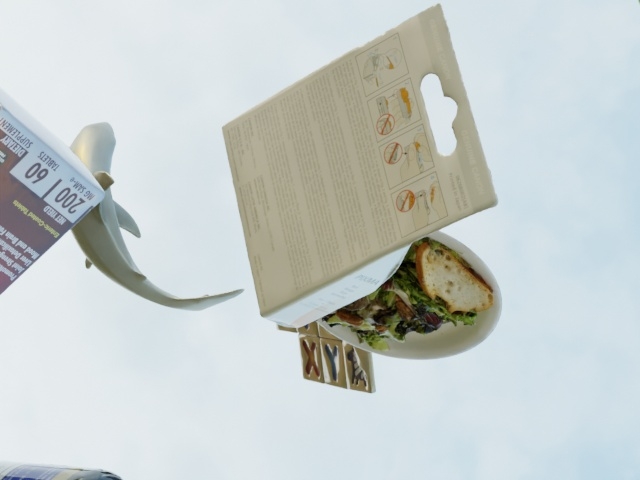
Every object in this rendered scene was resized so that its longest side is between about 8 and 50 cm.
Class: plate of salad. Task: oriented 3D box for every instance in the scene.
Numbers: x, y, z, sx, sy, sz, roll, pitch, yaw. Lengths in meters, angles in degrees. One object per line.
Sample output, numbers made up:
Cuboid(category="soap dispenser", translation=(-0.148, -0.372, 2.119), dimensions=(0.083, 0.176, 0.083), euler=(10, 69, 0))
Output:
Cuboid(category="plate of salad", translation=(0.068, 0.055, 1.370), dimensions=(0.199, 0.048, 0.200), euler=(9, -41, 8))

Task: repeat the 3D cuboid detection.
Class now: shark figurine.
Cuboid(category="shark figurine", translation=(-0.220, -0.019, 1.614), dimensions=(0.278, 0.166, 0.116), euler=(55, -40, 15))

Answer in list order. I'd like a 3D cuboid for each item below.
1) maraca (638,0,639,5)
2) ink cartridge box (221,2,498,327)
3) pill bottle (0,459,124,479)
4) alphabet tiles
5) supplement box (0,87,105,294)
Cuboid(category="maraca", translation=(0.264, -0.179, 0.842), dimensions=(0.185, 0.099, 0.127), euler=(-40, -79, 5))
Cuboid(category="ink cartridge box", translation=(0.027, -0.045, 0.927), dimensions=(0.179, 0.045, 0.145), euler=(-26, -117, 26))
Cuboid(category="pill bottle", translation=(-0.241, 0.211, 1.018), dimensions=(0.219, 0.123, 0.123), euler=(0, -76, 24))
Cuboid(category="alphabet tiles", translation=(0.000, 0.000, 1.695), dimensions=(0.285, 0.011, 0.343), euler=(3, -80, 63))
Cuboid(category="supplement box", translation=(-0.285, 0.002, 1.039), dimensions=(0.239, 0.130, 0.073), euler=(-43, -129, 2))
